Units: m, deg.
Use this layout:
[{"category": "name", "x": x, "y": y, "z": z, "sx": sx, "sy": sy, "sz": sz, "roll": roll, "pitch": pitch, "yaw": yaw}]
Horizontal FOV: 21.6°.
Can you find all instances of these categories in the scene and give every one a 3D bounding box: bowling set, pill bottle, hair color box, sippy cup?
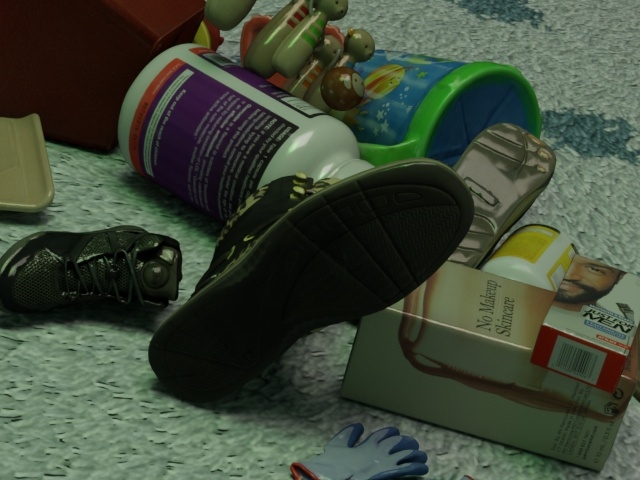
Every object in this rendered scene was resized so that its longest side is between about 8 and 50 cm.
[{"category": "bowling set", "x": 0.008, "y": -0.242, "z": 2.068, "sx": 0.200, "sy": 0.154, "sz": 0.287, "roll": 30, "pitch": -12, "yaw": 30}, {"category": "pill bottle", "x": 0.239, "y": 0.055, "z": 1.996, "sx": 0.103, "sy": 0.103, "sz": 0.184, "roll": 24, "pitch": 29, "yaw": 16}, {"category": "hair color box", "x": 0.284, "y": 0.084, "z": 1.748, "sx": 0.093, "sy": 0.053, "sz": 0.167, "roll": 20, "pitch": 29, "yaw": 10}, {"category": "sippy cup", "x": 0.131, "y": -0.146, "z": 2.208, "sx": 0.224, "sy": 0.240, "sz": 0.305, "roll": 26, "pitch": -6, "yaw": 41}, {"category": "pill bottle", "x": -0.080, "y": -0.101, "z": 2.042, "sx": 0.323, "sy": 0.181, "sz": 0.181, "roll": 31, "pitch": 32, "yaw": 27}]

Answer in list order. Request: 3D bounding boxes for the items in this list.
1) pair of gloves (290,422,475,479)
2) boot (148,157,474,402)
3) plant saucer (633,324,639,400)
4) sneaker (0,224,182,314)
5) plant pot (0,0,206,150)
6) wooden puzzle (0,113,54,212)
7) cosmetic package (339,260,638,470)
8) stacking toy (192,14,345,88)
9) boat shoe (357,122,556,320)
[{"category": "pair of gloves", "x": 0.076, "y": 0.247, "z": 1.657, "sx": 0.159, "sy": 0.023, "sz": 0.198, "roll": -17, "pitch": 40, "yaw": -42}, {"category": "boot", "x": 0.000, "y": 0.000, "z": 1.773, "sx": 0.138, "sy": 0.377, "sz": 0.284, "roll": 49, "pitch": 20, "yaw": -11}, {"category": "plant saucer", "x": 0.487, "y": 0.161, "z": 1.996, "sx": 0.278, "sy": 0.041, "sz": 0.278, "roll": 11, "pitch": 27, "yaw": -6}, {"category": "sneaker", "x": -0.237, "y": 0.032, "z": 1.796, "sx": 0.130, "sy": 0.087, "sz": 0.227, "roll": 6, "pitch": 11, "yaw": 45}, {"category": "plant pot", "x": -0.307, "y": -0.271, "z": 2.188, "sx": 0.235, "sy": 0.267, "sz": 0.267, "roll": 32, "pitch": 30, "yaw": 4}, {"category": "wooden puzzle", "x": -0.448, "y": -0.094, "z": 2.006, "sx": 0.238, "sy": 0.044, "sz": 0.221, "roll": 1, "pitch": 31, "yaw": -16}, {"category": "cosmetic package", "x": 0.184, "y": 0.123, "z": 1.819, "sx": 0.296, "sy": 0.129, "sz": 0.153, "roll": 15, "pitch": 29, "yaw": 1}, {"category": "stacking toy", "x": -0.090, "y": -0.331, "z": 2.372, "sx": 0.309, "sy": 0.279, "sz": 0.130, "roll": 19, "pitch": 17, "yaw": 10}, {"category": "boat shoe", "x": 0.154, "y": 0.001, "z": 2.027, "sx": 0.355, "sy": 0.130, "sz": 0.132, "roll": -36, "pitch": 67, "yaw": -29}]
